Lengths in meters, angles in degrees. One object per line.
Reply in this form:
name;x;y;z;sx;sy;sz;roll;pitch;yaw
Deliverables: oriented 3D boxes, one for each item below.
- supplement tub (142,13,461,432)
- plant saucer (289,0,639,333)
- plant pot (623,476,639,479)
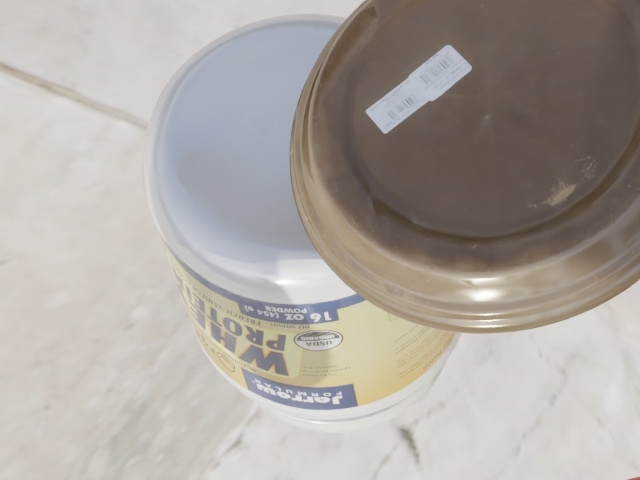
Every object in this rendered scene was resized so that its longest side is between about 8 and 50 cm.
supplement tub;0.000;0.000;1.507;0.228;0.316;0.228;-3;62;5
plant saucer;0.109;-0.076;1.233;0.278;0.041;0.278;-7;63;15
plant pot;0.275;0.344;1.450;0.275;0.275;0.243;11;123;5
